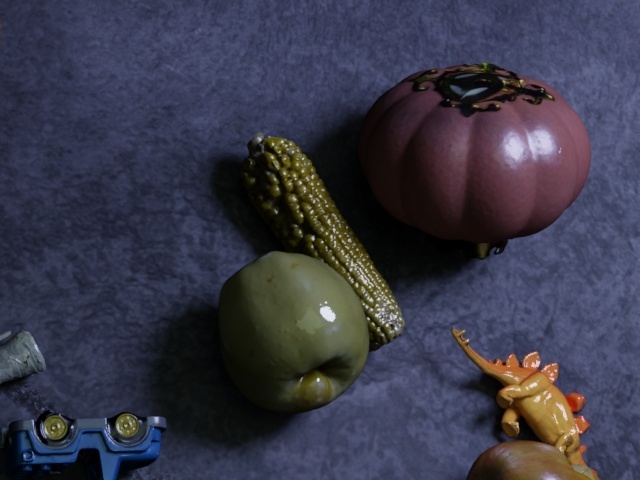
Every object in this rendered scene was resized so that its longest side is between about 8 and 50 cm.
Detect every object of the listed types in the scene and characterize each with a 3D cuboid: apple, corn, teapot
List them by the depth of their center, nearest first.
[{"bbox_3d":[-0.372,0.143,1.760,0.083,0.057,0.067,-30,116,-22],"label":"teapot"},{"bbox_3d":[-0.035,0.111,1.832,0.200,0.200,0.200,8,66,-18],"label":"apple"},{"bbox_3d":[0.274,0.341,1.863,0.199,0.199,0.199,8,66,-18],"label":"apple"},{"bbox_3d":[0.000,0.000,1.943,0.097,0.097,0.320,-31,83,-29],"label":"corn"}]

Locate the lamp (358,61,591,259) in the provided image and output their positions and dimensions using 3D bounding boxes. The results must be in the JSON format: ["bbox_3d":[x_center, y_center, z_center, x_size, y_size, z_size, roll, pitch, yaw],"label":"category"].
[{"bbox_3d":[0.200,-0.098,1.975,0.305,0.305,0.239,-12,118,-25],"label":"lamp"}]

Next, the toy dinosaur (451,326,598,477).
[{"bbox_3d":[0.282,0.207,1.979,0.288,0.070,0.117,50,50,0],"label":"toy dinosaur"}]

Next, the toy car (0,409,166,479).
[{"bbox_3d":[-0.274,0.250,1.729,0.191,0.097,0.100,0,73,-20],"label":"toy car"}]
